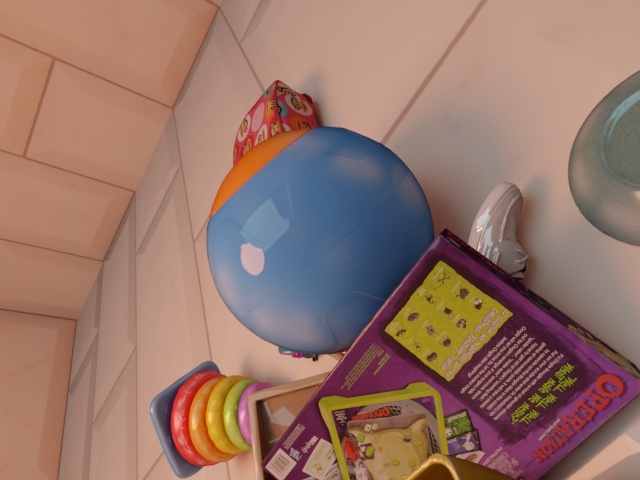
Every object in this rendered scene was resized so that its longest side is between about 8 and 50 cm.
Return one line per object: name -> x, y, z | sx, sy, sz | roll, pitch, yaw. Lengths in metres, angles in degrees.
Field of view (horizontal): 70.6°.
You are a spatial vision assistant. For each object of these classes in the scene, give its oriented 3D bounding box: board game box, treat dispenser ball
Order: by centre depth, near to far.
board game box -> 0.103, 0.186, 0.461 | 0.208, 0.056, 0.347 | 40, 112, 15
treat dispenser ball -> 0.000, 0.000, 0.586 | 0.288, 0.288, 0.289 | -29, 53, 46

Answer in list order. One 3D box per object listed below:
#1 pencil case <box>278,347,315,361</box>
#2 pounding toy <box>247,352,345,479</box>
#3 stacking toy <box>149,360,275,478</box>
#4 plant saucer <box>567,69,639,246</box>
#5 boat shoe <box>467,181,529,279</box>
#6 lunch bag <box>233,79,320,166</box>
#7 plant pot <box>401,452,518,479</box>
pencil case -> -0.019, 0.122, 0.757 | 0.070, 0.064, 0.152 | -163, 90, -72
pounding toy -> 0.013, 0.232, 0.631 | 0.205, 0.094, 0.181 | -18, 59, 9
stacking toy -> -0.123, 0.296, 0.776 | 0.301, 0.175, 0.166 | -18, 96, 30
plant saucer -> 0.313, -0.090, 0.404 | 0.195, 0.037, 0.195 | -28, 53, 45
boat shoe -> 0.194, 0.029, 0.499 | 0.063, 0.066, 0.184 | 22, 92, 42
lunch bag -> -0.110, -0.165, 0.970 | 0.258, 0.120, 0.293 | -42, 44, 38
plant pot -> 0.133, 0.313, 0.340 | 0.212, 0.187, 0.212 | -54, 38, 25
